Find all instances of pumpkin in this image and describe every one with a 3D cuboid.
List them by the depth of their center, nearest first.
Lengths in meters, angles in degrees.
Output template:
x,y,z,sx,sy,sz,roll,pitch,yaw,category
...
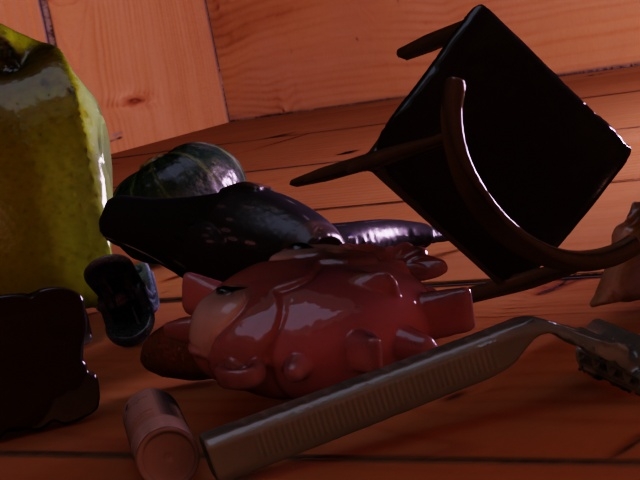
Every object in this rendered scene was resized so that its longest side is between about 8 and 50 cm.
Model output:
x,y,z,sx,sy,sz,roll,pitch,yaw,category
-0.161,-0.042,2.154,0.167,0.125,0.167,-27,-10,-5,pumpkin

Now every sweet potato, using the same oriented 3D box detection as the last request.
x,y,z,sx,sy,sz,roll,pitch,yaw,category
-0.038,0.078,1.417,0.214,0.050,0.050,-4,9,17,sweet potato

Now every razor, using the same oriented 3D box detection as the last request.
x,y,z,sx,sy,sz,roll,pitch,yaw,category
0.063,0.088,1.141,0.278,0.056,0.111,-12,9,-12,razor

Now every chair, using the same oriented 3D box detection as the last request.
x,y,z,sx,sy,sz,roll,pitch,yaw,category
0.128,-0.061,1.424,0.166,0.188,0.272,-52,14,-15,chair

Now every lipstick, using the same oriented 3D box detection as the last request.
x,y,z,sx,sy,sz,roll,pitch,yaw,category
-0.101,0.122,1.186,0.040,0.040,0.141,-12,7,-8,lipstick

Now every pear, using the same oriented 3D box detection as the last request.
x,y,z,sx,sy,sz,roll,pitch,yaw,category
-0.346,-0.071,1.971,0.238,0.318,0.342,-8,5,-16,pear

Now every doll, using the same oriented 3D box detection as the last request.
x,y,z,sx,sy,sz,roll,pitch,yaw,category
0.003,0.052,1.319,0.211,0.093,0.262,9,23,35,doll

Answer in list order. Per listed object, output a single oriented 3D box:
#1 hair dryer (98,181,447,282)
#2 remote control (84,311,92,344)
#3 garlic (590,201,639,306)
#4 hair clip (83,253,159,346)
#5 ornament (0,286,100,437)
x,y,z,sx,sy,sz,roll,pitch,yaw,category
0.000,0.000,1.765,0.359,0.120,0.304,-2,7,-38,hair dryer
-0.347,0.106,1.657,0.285,0.038,0.123,-16,10,-34,remote control
0.332,-0.003,1.322,0.128,0.148,0.266,25,-16,-25,garlic
-0.177,0.052,1.773,0.048,0.083,0.275,-26,1,-1,hair clip
-0.294,0.101,1.455,0.251,0.106,0.260,-11,2,-17,ornament
